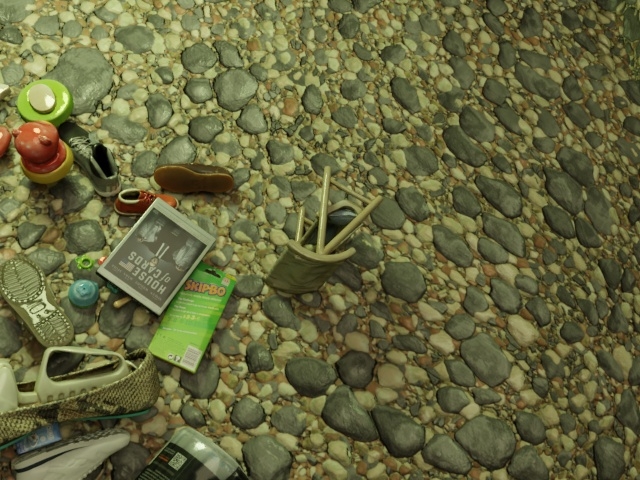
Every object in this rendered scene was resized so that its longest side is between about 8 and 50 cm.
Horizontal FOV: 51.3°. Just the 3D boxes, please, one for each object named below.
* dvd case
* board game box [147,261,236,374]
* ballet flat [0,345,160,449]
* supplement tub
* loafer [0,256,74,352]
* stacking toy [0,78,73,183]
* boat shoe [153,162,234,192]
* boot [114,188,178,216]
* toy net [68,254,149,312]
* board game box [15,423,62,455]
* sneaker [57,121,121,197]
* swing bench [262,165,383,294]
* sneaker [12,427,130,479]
[{"bbox_3d":[-0.387,0.037,1.588,0.179,0.029,0.239,37,62,-8],"label":"dvd case"},{"bbox_3d":[-0.307,0.180,1.610,0.124,0.039,0.259,26,65,-8],"label":"board game box"},{"bbox_3d":[-0.565,0.307,1.358,0.482,0.164,0.182,-8,108,-32],"label":"ballet flat"},{"bbox_3d":[-0.315,0.570,1.346,0.207,0.207,0.338,42,61,1],"label":"supplement tub"},{"bbox_3d":[-0.634,0.150,1.477,0.102,0.092,0.268,-24,62,-31],"label":"loafer"},{"bbox_3d":[-0.736,-0.291,1.557,0.308,0.130,0.280,4,67,-2],"label":"stacking toy"},{"bbox_3d":[-0.330,-0.166,1.733,0.207,0.073,0.073,7,29,-20],"label":"boat shoe"},{"bbox_3d":[-0.428,-0.096,1.655,0.157,0.084,0.059,-4,68,-23],"label":"boot"},{"bbox_3d":[-0.469,0.110,1.578,0.232,0.045,0.122,12,63,-17],"label":"toy net"},{"bbox_3d":[-0.608,0.397,1.419,0.090,0.020,0.090,-16,74,-27],"label":"board game box"},{"bbox_3d":[-0.561,-0.224,1.632,0.086,0.132,0.229,-37,84,-28],"label":"sneaker"},{"bbox_3d":[0.000,0.000,1.670,0.165,0.253,0.255,29,62,-6],"label":"swing bench"},{"bbox_3d":[-0.513,0.465,1.399,0.235,0.090,0.095,-15,87,-21],"label":"sneaker"}]
